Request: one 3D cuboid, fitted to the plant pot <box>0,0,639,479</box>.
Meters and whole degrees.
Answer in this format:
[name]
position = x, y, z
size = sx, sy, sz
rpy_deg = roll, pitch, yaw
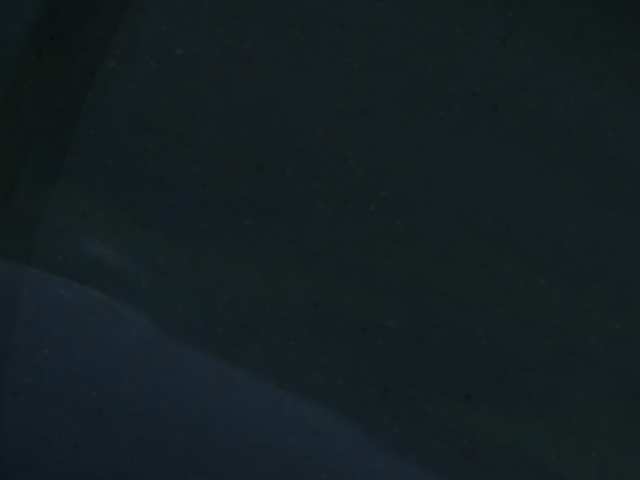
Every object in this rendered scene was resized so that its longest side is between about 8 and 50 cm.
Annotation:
[plant pot]
position = 0.000, 0.000, 0.456
size = 0.334, 0.341, 0.341
rpy_deg = 23, -163, 0
